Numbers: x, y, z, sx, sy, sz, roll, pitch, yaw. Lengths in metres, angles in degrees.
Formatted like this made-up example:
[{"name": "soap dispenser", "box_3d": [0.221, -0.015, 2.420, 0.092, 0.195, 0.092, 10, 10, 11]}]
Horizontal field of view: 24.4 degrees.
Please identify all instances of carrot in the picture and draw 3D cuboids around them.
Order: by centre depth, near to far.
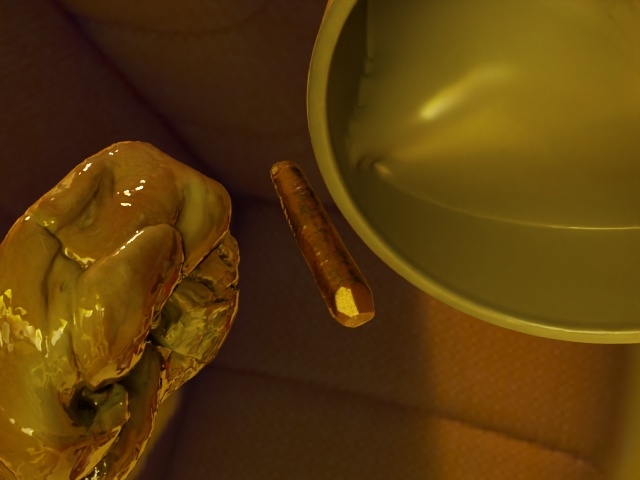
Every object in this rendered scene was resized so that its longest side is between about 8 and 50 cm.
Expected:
[{"name": "carrot", "box_3d": [0.000, 0.000, 1.308, 0.171, 0.042, 0.042, 64, 3, 28]}]

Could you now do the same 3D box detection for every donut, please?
[{"name": "donut", "box_3d": [-0.198, 0.083, 1.347, 0.360, 0.170, 0.360, -59, 170, -17]}]

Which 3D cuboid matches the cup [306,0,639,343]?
[{"name": "cup", "box_3d": [0.101, -0.168, 0.672, 0.322, 0.237, 0.327, 34, 41, -19]}]
